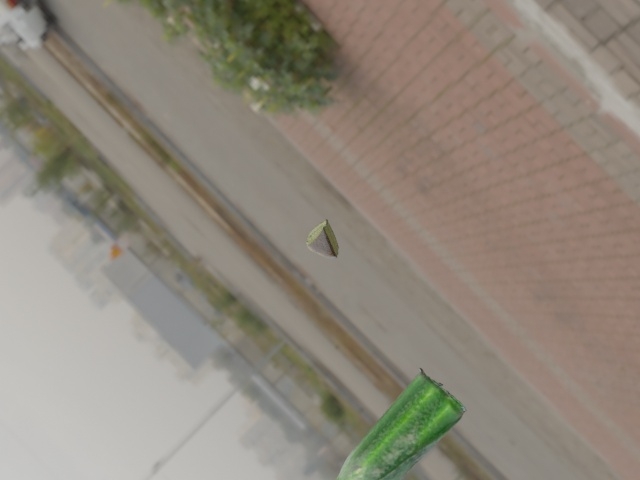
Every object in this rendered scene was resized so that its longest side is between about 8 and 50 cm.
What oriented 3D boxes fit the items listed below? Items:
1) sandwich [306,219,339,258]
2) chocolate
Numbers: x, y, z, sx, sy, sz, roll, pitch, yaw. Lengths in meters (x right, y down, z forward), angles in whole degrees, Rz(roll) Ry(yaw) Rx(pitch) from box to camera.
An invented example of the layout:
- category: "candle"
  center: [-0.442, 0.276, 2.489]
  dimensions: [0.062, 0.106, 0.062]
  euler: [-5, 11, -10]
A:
- category: "sandwich"
  center: [0.000, 0.000, 1.898]
  dimensions: [0.083, 0.044, 0.031]
  euler: [65, -157, -49]
- category: "chocolate"
  center: [0.107, 0.351, 2.025]
  dimensions: [0.110, 0.291, 0.110]
  euler: [43, 175, 5]
